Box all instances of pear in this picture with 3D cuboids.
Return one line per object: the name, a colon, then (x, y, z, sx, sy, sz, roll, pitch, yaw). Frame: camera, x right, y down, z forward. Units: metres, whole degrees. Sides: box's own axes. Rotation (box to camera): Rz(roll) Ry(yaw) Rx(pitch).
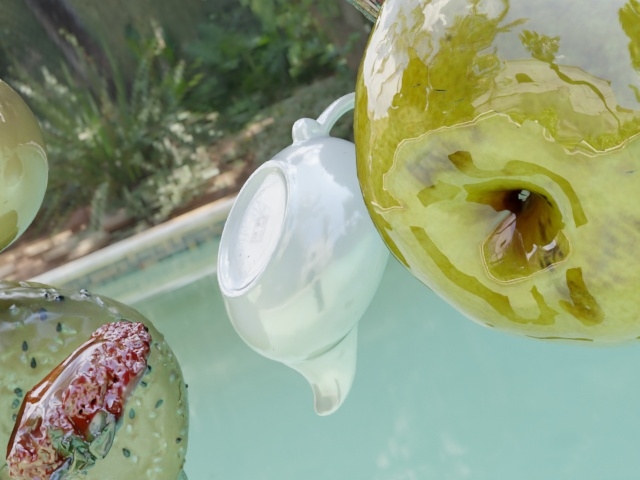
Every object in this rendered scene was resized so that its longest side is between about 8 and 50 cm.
pear: (0.122, -0.060, 0.557, 0.208, 0.209, 0.209, -22, 6, 2)

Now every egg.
egg: (-0.352, -0.072, 1.115, 0.201, 0.201, 0.244, -26, 14, -35)

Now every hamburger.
hamburger: (-0.278, 0.184, 1.227, 0.277, 0.318, 0.195, -31, 13, -22)

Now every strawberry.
strawberry: (-0.144, 0.091, 0.727, 0.104, 0.048, 0.152, -45, 20, 18)

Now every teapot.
teapot: (0.000, 0.000, 1.091, 0.139, 0.298, 0.204, 21, -5, -23)

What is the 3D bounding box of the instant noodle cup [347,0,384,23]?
instant noodle cup: (0.085, -0.330, 1.089, 0.255, 0.244, 0.244, -52, 2, 8)
